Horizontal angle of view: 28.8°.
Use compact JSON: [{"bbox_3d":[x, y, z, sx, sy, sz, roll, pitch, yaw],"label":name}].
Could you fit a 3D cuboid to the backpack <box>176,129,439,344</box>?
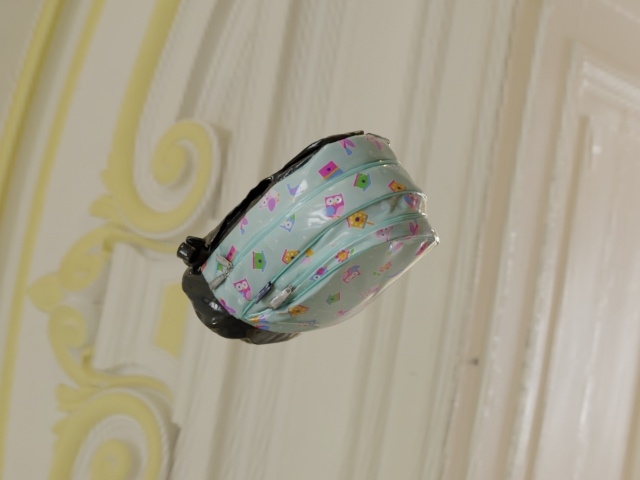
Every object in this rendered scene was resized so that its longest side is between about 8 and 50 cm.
[{"bbox_3d":[0.000,0.000,0.939,0.152,0.182,0.115,-14,-113,-55],"label":"backpack"}]
